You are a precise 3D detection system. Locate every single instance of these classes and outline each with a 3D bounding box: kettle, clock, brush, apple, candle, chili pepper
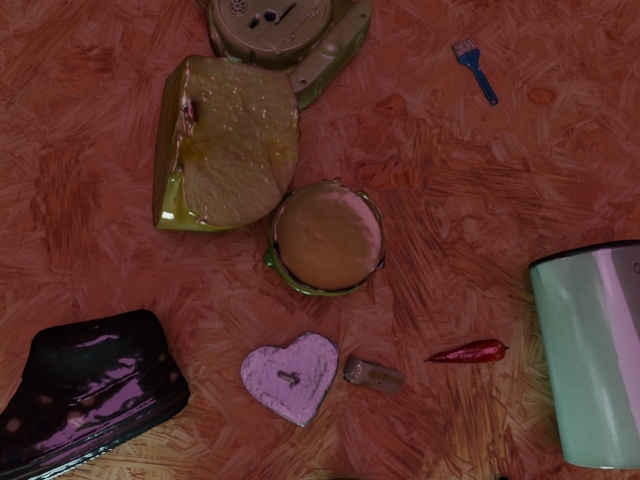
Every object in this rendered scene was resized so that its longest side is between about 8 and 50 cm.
[{"bbox_3d":[0.583,0.196,1.079,0.362,0.250,0.376,-4,77,-25],"label":"kettle"},{"bbox_3d":[-0.095,-0.465,1.193,0.348,0.117,0.286,39,80,3],"label":"clock"},{"bbox_3d":[0.344,-0.366,1.255,0.051,0.014,0.164,-26,83,-6],"label":"brush"},{"bbox_3d":[-0.202,-0.169,1.068,0.314,0.252,0.308,4,92,18],"label":"apple"},{"bbox_3d":[-0.050,0.269,1.093,0.193,0.068,0.168,-13,78,-4],"label":"candle"},{"bbox_3d":[0.294,0.224,1.143,0.178,0.027,0.045,-5,81,-3],"label":"chili pepper"}]

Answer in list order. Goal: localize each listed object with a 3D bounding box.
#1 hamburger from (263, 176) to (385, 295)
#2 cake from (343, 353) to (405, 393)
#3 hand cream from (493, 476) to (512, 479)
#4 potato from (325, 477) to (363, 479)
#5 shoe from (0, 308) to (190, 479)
[{"bbox_3d":[0.000,0.000,1.104,0.237,0.149,0.236,2,82,-13],"label":"hamburger"},{"bbox_3d":[0.108,0.265,1.112,0.121,0.065,0.051,21,82,-7],"label":"cake"},{"bbox_3d":[0.399,0.513,1.091,0.186,0.054,0.087,35,84,-4],"label":"hand cream"},{"bbox_3d":[0.084,0.504,1.036,0.117,0.182,0.202,-23,58,-44],"label":"potato"},{"bbox_3d":[-0.445,0.267,1.015,0.384,0.171,0.237,-24,89,-9],"label":"shoe"}]
